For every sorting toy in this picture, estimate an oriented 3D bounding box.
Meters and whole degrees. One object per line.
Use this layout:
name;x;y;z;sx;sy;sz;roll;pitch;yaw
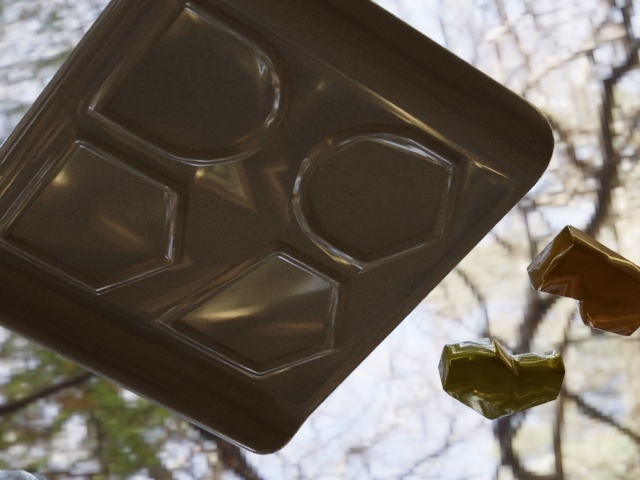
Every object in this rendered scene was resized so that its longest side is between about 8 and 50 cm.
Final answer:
sorting toy;0.000;0.000;0.822;0.307;0.229;0.041;30;-155;-23

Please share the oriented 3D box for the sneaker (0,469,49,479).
sneaker;-0.174;0.078;0.348;0.281;0.115;0.105;25;-150;-8
